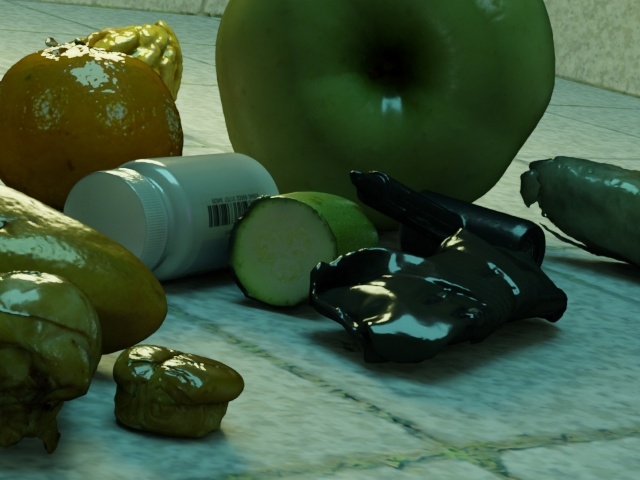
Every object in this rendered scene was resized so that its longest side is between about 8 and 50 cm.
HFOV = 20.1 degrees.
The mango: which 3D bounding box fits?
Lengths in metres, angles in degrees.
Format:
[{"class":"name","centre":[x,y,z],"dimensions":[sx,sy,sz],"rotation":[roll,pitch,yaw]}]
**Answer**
[{"class":"mango","centre":[-0.213,0.019,1.228],"dimensions":[0.227,0.109,0.147],"rotation":[14,1,1]}]

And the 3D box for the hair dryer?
[{"class":"hair dryer","centre":[0.101,-0.018,1.613],"dimensions":[0.128,0.070,0.255],"rotation":[17,-3,30]}]

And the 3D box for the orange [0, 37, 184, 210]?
[{"class":"orange","centre":[-0.220,-0.106,1.687],"dimensions":[0.193,0.161,0.193],"rotation":[5,0,0]}]

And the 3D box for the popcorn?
[{"class":"popcorn","centre":[-0.240,-0.202,2.250],"dimensions":[0.163,0.140,0.194],"rotation":[-7,7,-27]}]

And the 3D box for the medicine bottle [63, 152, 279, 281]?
[{"class":"medicine bottle","centre":[-0.121,-0.019,1.501],"dimensions":[0.103,0.102,0.187],"rotation":[15,14,30]}]

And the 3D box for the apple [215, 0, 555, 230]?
[{"class":"apple","centre":[0.064,-0.180,1.855],"dimensions":[0.357,0.357,0.357],"rotation":[8,11,-2]}]

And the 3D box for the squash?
[{"class":"squash","centre":[0.000,0.000,1.524],"dimensions":[0.095,0.095,0.188],"rotation":[13,10,18]}]

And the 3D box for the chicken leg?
[{"class":"chicken leg","centre":[-0.173,0.075,1.076],"dimensions":[0.085,0.101,0.207],"rotation":[12,-9,-1]}]

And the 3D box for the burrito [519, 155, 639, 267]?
[{"class":"burrito","centre":[0.382,0.000,1.802],"dimensions":[0.348,0.107,0.175],"rotation":[19,0,34]}]

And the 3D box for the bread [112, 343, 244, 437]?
[{"class":"bread","centre":[-0.092,0.092,1.125],"dimensions":[0.083,0.046,0.081],"rotation":[17,11,40]}]

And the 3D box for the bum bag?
[{"class":"bum bag","centre":[0.101,0.038,1.451],"dimensions":[0.142,0.079,0.326],"rotation":[18,14,26]}]
